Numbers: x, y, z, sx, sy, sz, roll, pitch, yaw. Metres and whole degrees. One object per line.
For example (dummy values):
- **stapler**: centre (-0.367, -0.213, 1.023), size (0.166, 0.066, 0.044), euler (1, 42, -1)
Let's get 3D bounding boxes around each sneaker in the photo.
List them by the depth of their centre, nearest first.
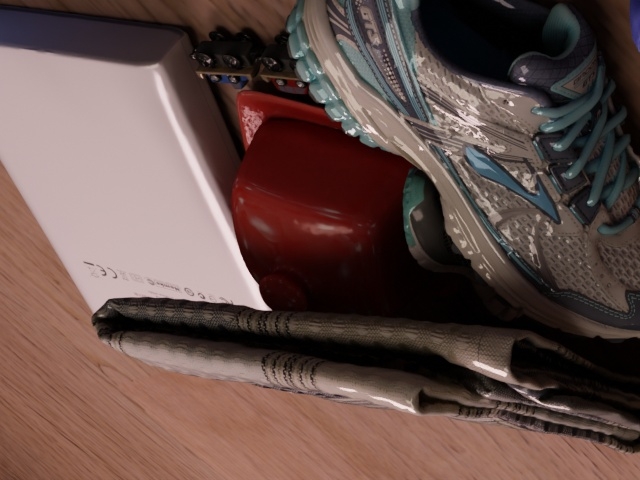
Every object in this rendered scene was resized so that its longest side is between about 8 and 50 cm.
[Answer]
- **sneaker**: centre (0.112, -0.054, 0.653), size (0.283, 0.110, 0.122), euler (39, 144, -8)
- **sneaker**: centre (0.112, -0.004, 0.745), size (0.076, 0.065, 0.166), euler (-11, 154, 35)

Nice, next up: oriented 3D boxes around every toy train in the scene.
- **toy train**: centre (-0.016, -0.109, 0.772), size (0.158, 0.027, 0.036), euler (10, 151, 33)

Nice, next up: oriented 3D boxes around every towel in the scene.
- **towel**: centre (0.065, 0.099, 0.811), size (0.324, 0.056, 0.312), euler (1, 166, 40)

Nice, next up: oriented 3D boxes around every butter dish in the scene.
- **butter dish**: centre (0.000, 0.000, 0.813), size (0.160, 0.118, 0.160), euler (18, 145, 24)

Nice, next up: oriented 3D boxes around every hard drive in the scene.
- **hard drive**: centre (-0.144, -0.026, 0.977), size (0.233, 0.047, 0.353), euler (12, 142, 31)

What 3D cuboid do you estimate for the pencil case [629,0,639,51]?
- **pencil case**: centre (0.125, -0.176, 0.413), size (0.119, 0.133, 0.306), euler (33, 166, 45)
